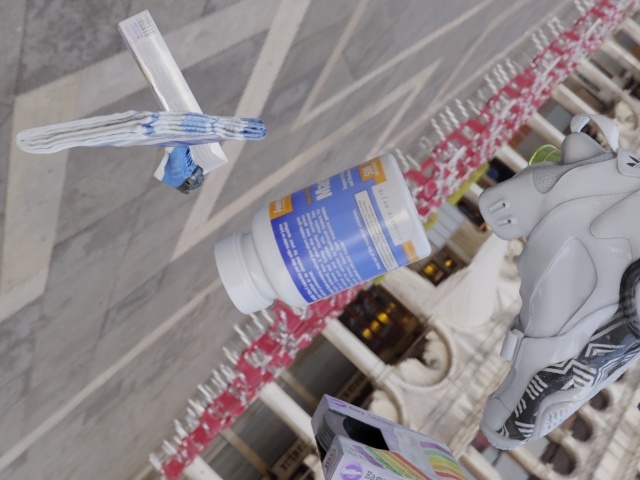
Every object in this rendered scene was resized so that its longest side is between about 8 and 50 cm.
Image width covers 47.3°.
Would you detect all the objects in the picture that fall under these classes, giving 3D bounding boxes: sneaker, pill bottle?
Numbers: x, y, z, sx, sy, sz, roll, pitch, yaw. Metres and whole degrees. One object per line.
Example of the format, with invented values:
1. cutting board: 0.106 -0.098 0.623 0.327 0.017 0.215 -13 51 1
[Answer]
1. sneaker: -0.236 -0.139 1.298 0.152 0.084 0.058 -50 -171 47
2. sneaker: 0.242 0.050 0.757 0.137 0.210 0.366 -16 148 -43
3. pill bottle: 0.000 0.000 0.997 0.271 0.152 0.152 -22 176 8

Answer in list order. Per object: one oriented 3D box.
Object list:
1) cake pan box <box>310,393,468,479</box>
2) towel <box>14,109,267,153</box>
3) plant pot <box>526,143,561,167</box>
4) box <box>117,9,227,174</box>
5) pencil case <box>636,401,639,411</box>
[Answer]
1. cake pan box: 0.113 0.364 1.198 0.246 0.266 0.070 -131 -115 -81
2. towel: -0.221 -0.137 0.955 0.209 0.034 0.285 -3 -175 25
3. plant pot: 0.346 -0.090 1.025 0.083 0.083 0.079 -45 -146 -21
4. box: -0.286 -0.281 1.415 0.067 0.324 0.063 -31 -168 -11
5. pencil case: 0.427 0.233 0.825 0.070 0.152 0.064 -42 147 25
